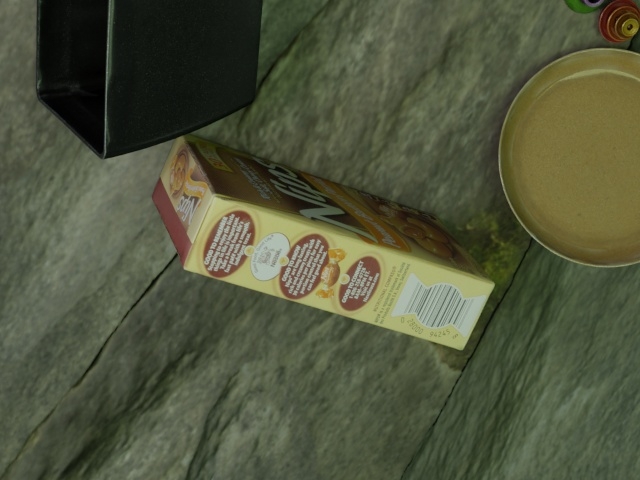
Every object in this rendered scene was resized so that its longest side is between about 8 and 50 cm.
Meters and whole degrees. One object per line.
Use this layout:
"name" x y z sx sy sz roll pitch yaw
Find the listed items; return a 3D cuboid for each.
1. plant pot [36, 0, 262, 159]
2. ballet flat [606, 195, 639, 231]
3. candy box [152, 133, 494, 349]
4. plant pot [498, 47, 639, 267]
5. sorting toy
"plant pot" -0.156 -0.198 1.386 0.167 0.187 0.188 -6 116 -28
"ballet flat" 0.415 -0.022 1.675 0.247 0.083 0.087 3 148 -16
"candy box" 0.000 0.000 1.513 0.316 0.183 0.087 18 107 -23
"plant pot" 0.306 -0.089 1.606 0.236 0.032 0.236 0 89 -4
"sorting toy" 0.308 -0.250 1.572 0.102 0.042 0.061 35 100 -27
